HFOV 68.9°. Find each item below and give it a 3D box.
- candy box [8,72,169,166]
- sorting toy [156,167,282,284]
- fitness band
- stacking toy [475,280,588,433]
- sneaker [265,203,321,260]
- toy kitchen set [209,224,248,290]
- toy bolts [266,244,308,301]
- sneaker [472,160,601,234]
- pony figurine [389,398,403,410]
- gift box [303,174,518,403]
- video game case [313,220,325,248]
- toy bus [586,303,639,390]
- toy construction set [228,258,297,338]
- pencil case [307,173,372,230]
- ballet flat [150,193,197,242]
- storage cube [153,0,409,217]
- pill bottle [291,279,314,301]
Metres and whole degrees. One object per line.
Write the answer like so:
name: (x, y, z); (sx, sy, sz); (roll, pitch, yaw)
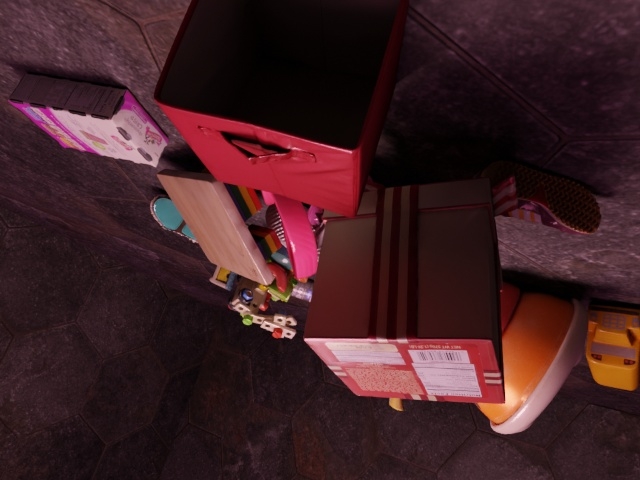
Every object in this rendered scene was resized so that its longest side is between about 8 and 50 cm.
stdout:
candy box: (-0.435, -0.229, 0.893); (0.233, 0.071, 0.159); (14, 162, 15)
sorting toy: (-0.210, -0.052, 1.027); (0.255, 0.089, 0.257); (14, 137, 48)
fitness band: (-0.060, -0.039, 0.889); (0.054, 0.209, 0.291); (-22, 161, -7)
stacking toy: (0.330, 0.182, 1.119); (0.480, 0.351, 0.350); (32, 167, 17)
sneaker: (0.000, 0.001, 1.109); (0.282, 0.102, 0.161); (33, -176, -1)
toy kitchen set: (-0.276, 0.050, 1.409); (0.122, 0.166, 0.207); (14, 162, 13)
toy bolts: (-0.125, 0.048, 1.306); (0.218, 0.158, 0.228); (32, 165, 1)
sneaker: (0.311, -0.059, 0.684); (0.185, 0.070, 0.084); (25, 170, -1)
pony figurine: (0.207, 0.304, 1.511); (0.302, 0.363, 0.351); (17, 180, -21)
gift box: (0.137, 0.052, 0.638); (0.255, 0.258, 0.276); (-2, 144, 19)
video game case: (0.109, -0.029, 0.865); (0.227, 0.026, 0.206); (-3, 164, -15)
toy bus: (0.705, 0.258, 1.117); (0.108, 0.130, 0.332); (5, 158, 36)
toy construction set: (-0.166, 0.182, 1.487); (0.215, 0.328, 0.151); (38, 113, -23)
pencil case: (0.026, -0.073, 0.868); (0.098, 0.095, 0.209); (-22, 166, -14)
ballet flat: (-0.414, -0.064, 1.361); (0.077, 0.091, 0.241); (36, 173, 40)
storage cube: (-0.024, -0.154, 0.486); (0.183, 0.215, 0.193); (15, 168, 8)
pill bottle: (-0.056, 0.182, 1.734); (0.137, 0.078, 0.078); (18, 162, -1)
